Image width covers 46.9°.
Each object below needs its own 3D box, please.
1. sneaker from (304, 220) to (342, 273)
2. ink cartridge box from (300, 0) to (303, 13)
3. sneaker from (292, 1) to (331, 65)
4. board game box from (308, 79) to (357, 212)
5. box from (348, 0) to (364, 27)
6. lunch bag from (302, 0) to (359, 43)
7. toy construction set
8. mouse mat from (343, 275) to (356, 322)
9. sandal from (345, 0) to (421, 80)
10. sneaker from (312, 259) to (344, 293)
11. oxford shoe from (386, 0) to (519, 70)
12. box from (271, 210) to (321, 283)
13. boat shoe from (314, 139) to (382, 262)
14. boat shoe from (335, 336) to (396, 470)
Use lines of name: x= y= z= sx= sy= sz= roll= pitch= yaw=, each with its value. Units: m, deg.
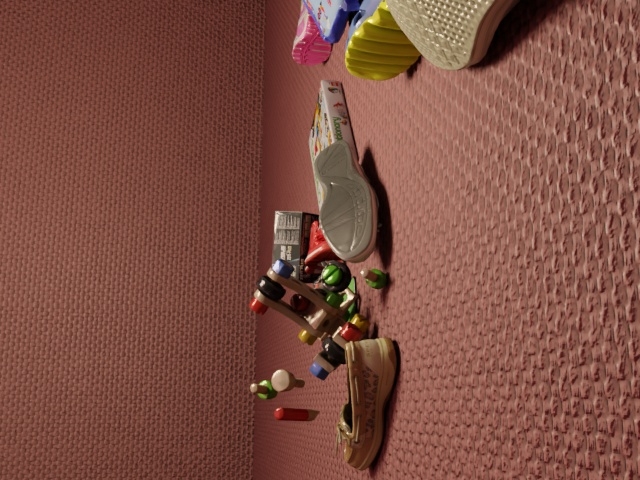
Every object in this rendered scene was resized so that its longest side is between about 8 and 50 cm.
sneaker: x=0.000 y=0.000 z=1.750 sx=0.221 sy=0.087 sz=0.128 roll=131 pitch=139 yaw=-70
ink cartridge box: x=-0.011 y=-0.747 z=2.092 sx=0.235 sy=0.056 sz=0.171 roll=149 pitch=125 yaw=-78
sneaker: x=-0.008 y=-0.571 z=1.943 sx=0.252 sy=0.103 sz=0.111 roll=119 pitch=157 yaw=-51
board game box: x=0.025 y=-0.219 z=1.763 sx=0.305 sy=0.053 sz=0.193 roll=-99 pitch=16 yaw=-45
box: x=0.114 y=-0.522 z=1.367 sx=0.293 sy=0.073 sz=0.295 roll=-104 pitch=21 yaw=-54
lunch bag: x=0.027 y=-0.538 z=1.390 sx=0.221 sy=0.138 sz=0.293 roll=116 pitch=143 yaw=-57
toy construction set: x=0.006 y=0.199 z=1.443 sx=0.237 sy=0.257 sz=0.308 roll=27 pitch=-103 yaw=-57
mouse mat: x=0.055 y=0.176 z=1.624 sx=0.189 sy=0.007 sz=0.152 roll=121 pitch=151 yaw=-65
sandal: x=0.125 y=-0.396 z=1.193 sx=0.317 sy=0.126 sz=0.138 roll=120 pitch=156 yaw=-48
sneaker: x=0.011 y=0.115 z=1.684 sx=0.061 sy=0.065 sz=0.158 roll=-115 pitch=35 yaw=-75
oxford shoe: x=0.181 y=-0.322 z=0.888 sx=0.130 sy=0.169 sz=0.449 roll=-43 pitch=1 yaw=-5
box: x=-0.056 y=0.019 z=1.872 sx=0.147 sy=0.078 sz=0.180 roll=4 pitch=-91 yaw=-68
boat shoe: x=0.062 y=-0.071 z=1.451 sx=0.118 sy=0.103 sz=0.320 roll=-33 pitch=39 yaw=16
boat shoe: x=0.067 y=0.293 z=1.325 sx=0.104 sy=0.089 sz=0.285 roll=-110 pitch=26 yaw=-62
